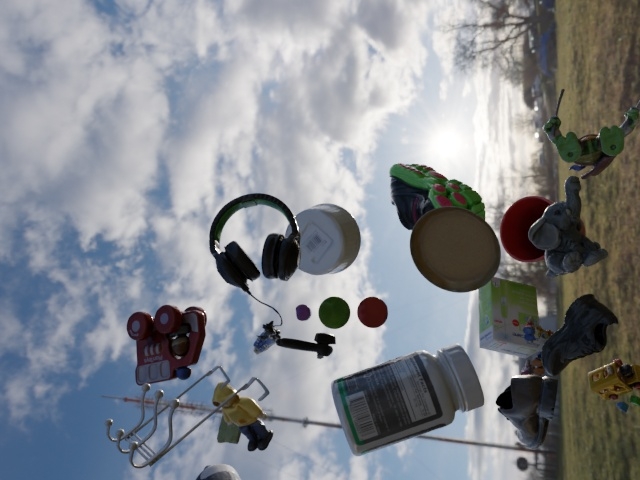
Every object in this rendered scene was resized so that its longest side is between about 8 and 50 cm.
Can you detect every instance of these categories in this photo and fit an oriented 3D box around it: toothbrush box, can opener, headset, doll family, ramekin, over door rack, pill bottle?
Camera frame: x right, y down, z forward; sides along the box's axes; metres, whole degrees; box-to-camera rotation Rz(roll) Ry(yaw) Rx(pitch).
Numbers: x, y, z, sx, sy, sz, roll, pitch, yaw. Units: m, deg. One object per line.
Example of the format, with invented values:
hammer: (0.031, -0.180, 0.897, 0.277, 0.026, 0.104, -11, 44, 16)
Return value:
toothbrush box: (0.771, 0.313, 1.966, 0.122, 0.206, 0.283, 111, 172, -58)
can opener: (-0.042, 0.303, 1.384, 0.186, 0.059, 0.073, 10, -116, -25)
headset: (-0.162, 0.068, 1.307, 0.185, 0.244, 0.394, 71, -173, -69)
doll family: (0.784, 0.405, 1.710, 0.163, 0.118, 0.262, -4, -82, -64)
ramekin: (0.000, 0.000, 1.793, 0.135, 0.277, 0.277, -14, -82, -65)
over door rack: (-0.323, 0.380, 1.127, 0.324, 0.239, 0.108, -22, -82, -35)
pill bottle: (0.225, 0.411, 1.263, 0.204, 0.361, 0.204, 161, 90, -90)

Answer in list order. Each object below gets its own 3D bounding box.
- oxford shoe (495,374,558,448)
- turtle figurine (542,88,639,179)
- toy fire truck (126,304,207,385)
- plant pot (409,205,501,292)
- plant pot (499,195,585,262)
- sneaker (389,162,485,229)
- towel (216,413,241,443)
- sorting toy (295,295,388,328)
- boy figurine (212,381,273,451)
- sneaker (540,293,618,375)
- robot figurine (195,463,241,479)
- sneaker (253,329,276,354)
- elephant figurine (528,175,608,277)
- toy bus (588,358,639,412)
oxford shoe: (0.377, 0.312, 0.891, 0.082, 0.096, 0.227, -60, -33, -39)
turtle figurine: (0.678, -0.293, 1.210, 0.266, 0.198, 0.274, -31, -35, -58)
toy fire truck: (-0.524, 0.363, 1.668, 0.169, 0.302, 0.253, 21, -123, -63)
plant pot: (0.347, 0.021, 1.238, 0.032, 0.236, 0.236, -31, -66, -52)
plant pot: (0.925, -0.036, 1.959, 0.243, 0.275, 0.274, 5, -100, -31)
sneaker: (0.371, -0.105, 1.571, 0.483, 0.185, 0.202, -121, 32, -59)
towel: (-0.386, 0.802, 2.076, 0.027, 0.110, 0.148, 61, -150, -53)
sorting toy: (0.087, 0.292, 1.912, 0.126, 0.366, 0.127, 53, -144, -74)
boy figurine: (-0.270, 0.604, 1.659, 0.285, 0.177, 0.092, 61, -149, -25)
sneaker: (0.763, 0.303, 1.420, 0.109, 0.130, 0.286, -1, -59, -32)
robot figurine: (-0.333, 0.867, 1.599, 0.209, 0.278, 0.173, -20, -78, -24)
sneaker: (-0.243, 0.446, 2.089, 0.081, 0.080, 0.211, -43, -12, -30)
elephant figurine: (0.688, -0.032, 1.364, 0.239, 0.186, 0.169, 65, -162, 10)
toy bus: (1.097, 0.503, 1.767, 0.202, 0.104, 0.191, -57, 9, -4)
